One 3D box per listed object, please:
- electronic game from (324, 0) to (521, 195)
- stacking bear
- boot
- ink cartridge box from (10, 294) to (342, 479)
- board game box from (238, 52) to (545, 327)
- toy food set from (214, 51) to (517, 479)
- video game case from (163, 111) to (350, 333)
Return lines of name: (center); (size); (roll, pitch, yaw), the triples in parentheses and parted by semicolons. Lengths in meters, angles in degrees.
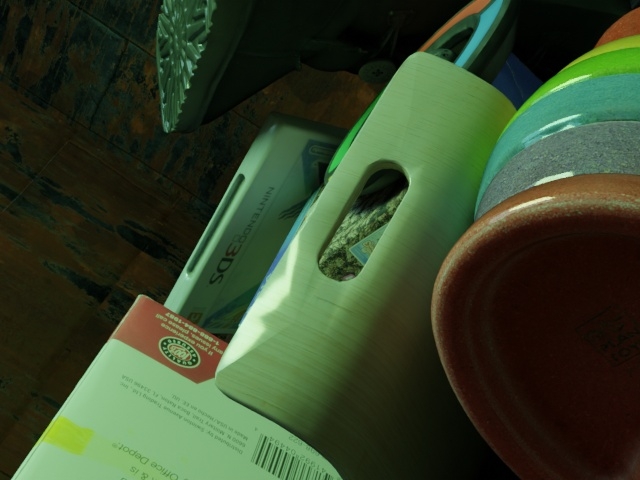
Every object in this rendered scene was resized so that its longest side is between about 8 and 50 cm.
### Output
electronic game: (0.083, -0.126, 0.750); (0.229, 0.048, 0.229); (-47, 12, 14)
stacking bear: (0.174, -0.031, 0.451); (0.175, 0.164, 0.289); (-43, 8, 43)
boot: (0.059, -0.215, 0.981); (0.367, 0.445, 0.146); (157, 108, -68)
ink cartridge box: (-0.140, 0.266, 0.780); (0.160, 0.279, 0.385); (-54, 6, 30)
board game box: (0.092, -0.013, 0.836); (0.291, 0.141, 0.232); (-40, 16, 39)
toy food set: (0.053, 0.071, 0.547); (0.220, 0.092, 0.306); (-59, -31, -25)
video game case: (0.000, 0.000, 1.089); (0.036, 0.329, 0.300); (51, 121, 37)
